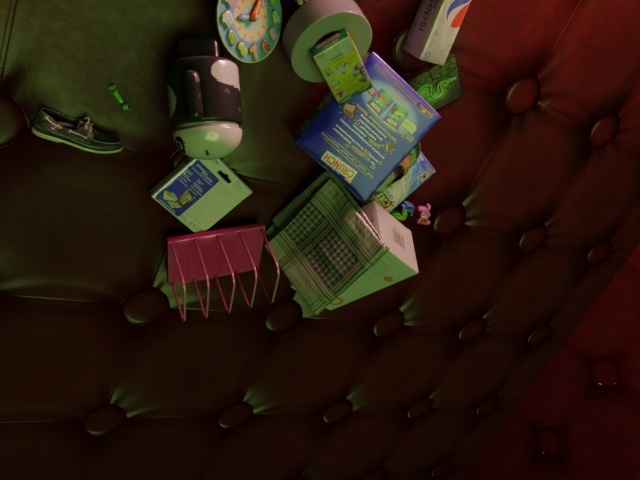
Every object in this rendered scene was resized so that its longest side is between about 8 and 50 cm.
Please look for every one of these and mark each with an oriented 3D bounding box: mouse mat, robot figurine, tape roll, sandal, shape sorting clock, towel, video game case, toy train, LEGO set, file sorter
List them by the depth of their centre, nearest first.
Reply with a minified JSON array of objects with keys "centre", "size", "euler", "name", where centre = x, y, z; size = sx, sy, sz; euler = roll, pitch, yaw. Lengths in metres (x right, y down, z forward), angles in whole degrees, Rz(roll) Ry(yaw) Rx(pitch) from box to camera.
[{"centre":[-0.277,-0.331,1.378],"size":[0.209,0.173,0.278],"euler":[-8,94,-50],"name":"robot figurine"},{"centre":[-0.164,-0.529,1.380],"size":[0.206,0.040,0.206],"euler":[-18,116,-43],"name":"shape sorting clock"},{"centre":[-0.483,-0.338,1.402],"size":[0.017,0.024,0.083],"euler":[-33,133,-3],"name":"toy train"},{"centre":[0.017,-0.506,1.468],"size":[0.219,0.072,0.219],"euler":[-20,154,-10],"name":"tape roll"},{"centre":[-0.286,0.101,1.708],"size":[0.290,0.182,0.202],"euler":[-10,142,-22],"name":"file sorter"},{"centre":[0.000,0.000,1.710],"size":[0.312,0.324,0.056],"euler":[-44,158,21],"name":"towel"},{"centre":[0.220,-0.216,1.731],"size":[0.219,0.060,0.090],"euler":[-43,117,5],"name":"sandal"},{"centre":[0.349,-0.462,1.782],"size":[0.189,0.007,0.153],"euler":[-30,133,-5],"name":"mouse mat"},{"centre":[0.184,-0.229,1.784],"size":[0.244,0.061,0.269],"euler":[-41,117,6],"name":"video game case"},{"centre":[0.261,-0.125,1.934],"size":[0.227,0.087,0.093],"euler":[7,116,-19],"name":"LEGO set"}]

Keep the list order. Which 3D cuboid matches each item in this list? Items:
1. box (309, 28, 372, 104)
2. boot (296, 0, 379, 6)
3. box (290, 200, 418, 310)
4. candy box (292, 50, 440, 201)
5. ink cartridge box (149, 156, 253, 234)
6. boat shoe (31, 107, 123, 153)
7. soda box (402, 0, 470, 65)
[{"centre":[0.057,-0.431,1.468],"size":[0.105,0.043,0.179],"euler":[-28,138,8],"name":"box"},{"centre":[0.039,-0.626,1.442],"size":[0.178,0.085,0.236],"euler":[-46,137,18],"name":"boot"},{"centre":[0.099,0.058,1.837],"size":[0.345,0.168,0.215],"euler":[-27,139,28],"name":"box"},{"centre":[0.124,-0.318,1.627],"size":[0.268,0.122,0.317],"euler":[39,99,-17],"name":"candy box"},{"centre":[-0.329,-0.137,1.624],"size":[0.208,0.045,0.206],"euler":[-38,134,4],"name":"ink cartridge box"},{"centre":[-0.569,-0.261,1.380],"size":[0.206,0.075,0.065],"euler":[11,121,-29],"name":"boat shoe"},{"centre":[0.335,-0.635,1.582],"size":[0.091,0.098,0.286],"euler":[4,121,-31],"name":"soda box"}]
